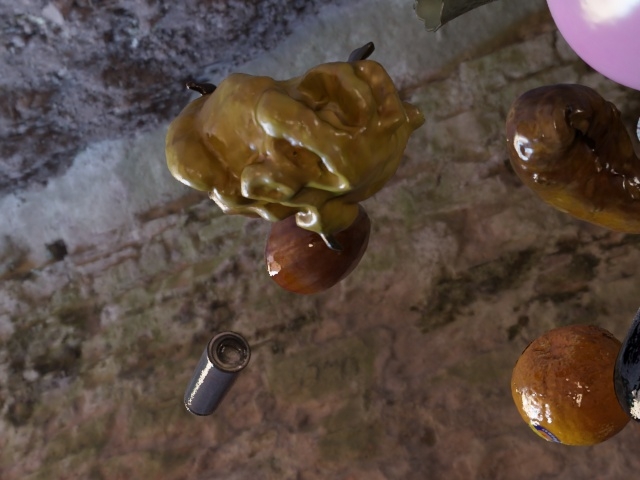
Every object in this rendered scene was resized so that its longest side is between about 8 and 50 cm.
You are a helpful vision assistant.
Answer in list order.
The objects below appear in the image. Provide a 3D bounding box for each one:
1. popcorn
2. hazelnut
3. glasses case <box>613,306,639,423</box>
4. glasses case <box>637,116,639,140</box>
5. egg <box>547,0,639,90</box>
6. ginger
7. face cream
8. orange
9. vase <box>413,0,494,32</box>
[{"bbox_3d":[-0.020,-0.119,0.984,0.316,0.281,0.297,-19,174,27],"label":"popcorn"},{"bbox_3d":[0.000,0.000,1.349,0.214,0.176,0.214,-32,-156,16],"label":"hazelnut"},{"bbox_3d":[0.442,0.079,0.860,0.075,0.314,0.122,18,-160,-12],"label":"glasses case"},{"bbox_3d":[0.698,-0.198,1.228,0.327,0.125,0.076,12,161,48],"label":"glasses case"},{"bbox_3d":[0.242,-0.194,0.410,0.196,0.196,0.271,-18,164,-11],"label":"egg"},{"bbox_3d":[0.387,-0.121,1.089,0.321,0.165,0.172,30,-176,-30],"label":"ginger"},{"bbox_3d":[-0.187,0.242,1.276,0.073,0.073,0.283,-16,157,-28],"label":"face cream"},{"bbox_3d":[0.448,0.253,1.285,0.219,0.193,0.219,-51,-162,24],"label":"orange"},{"bbox_3d":[0.188,-0.298,0.852,0.149,0.081,0.081,-17,175,-10],"label":"vase"}]
